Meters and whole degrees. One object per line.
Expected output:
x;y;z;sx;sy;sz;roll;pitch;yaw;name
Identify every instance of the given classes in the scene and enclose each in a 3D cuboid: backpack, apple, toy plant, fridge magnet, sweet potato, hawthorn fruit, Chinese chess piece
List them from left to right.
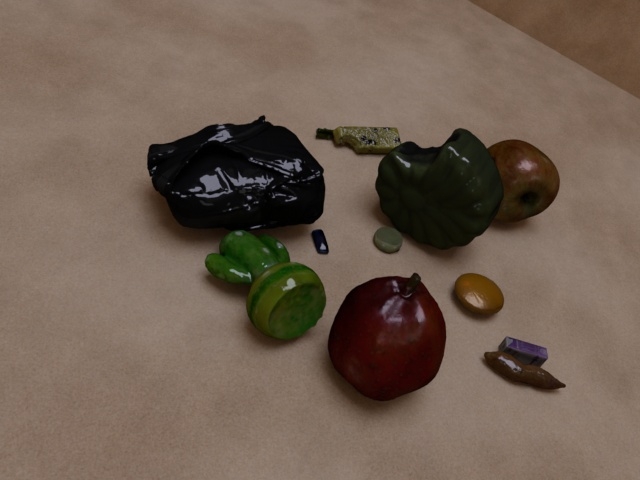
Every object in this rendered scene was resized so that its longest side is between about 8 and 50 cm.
-0.221;-0.171;1.666;0.446;0.254;0.363;-12;40;-26;backpack
-0.141;0.085;1.537;0.224;0.184;0.316;-9;35;-34;toy plant
0.192;-0.002;1.818;0.084;0.034;0.084;10;44;-9;Chinese chess piece
0.160;0.201;1.417;0.265;0.307;0.265;14;37;-11;hawthorn fruit
0.431;0.147;1.744;0.143;0.063;0.143;12;43;-11;fridge magnet
0.602;-0.192;2.004;0.264;0.264;0.264;11;45;-11;apple
0.512;0.333;1.604;0.218;0.051;0.065;23;42;2;sweet potato

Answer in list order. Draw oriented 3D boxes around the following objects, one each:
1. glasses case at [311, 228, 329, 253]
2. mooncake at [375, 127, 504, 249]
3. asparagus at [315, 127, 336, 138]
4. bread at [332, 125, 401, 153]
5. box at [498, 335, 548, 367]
0.000;0.000;1.749;0.033;0.023;0.083;1;47;-22;glasses case
0.329;-0.137;1.798;0.351;0.351;0.187;31;46;9;mooncake
0.060;-0.354;2.106;0.165;0.030;0.036;-7;89;-26;asparagus
0.156;-0.329;2.094;0.226;0.049;0.088;-4;71;-23;bread
0.523;0.288;1.652;0.117;0.050;0.036;18;43;-6;box
